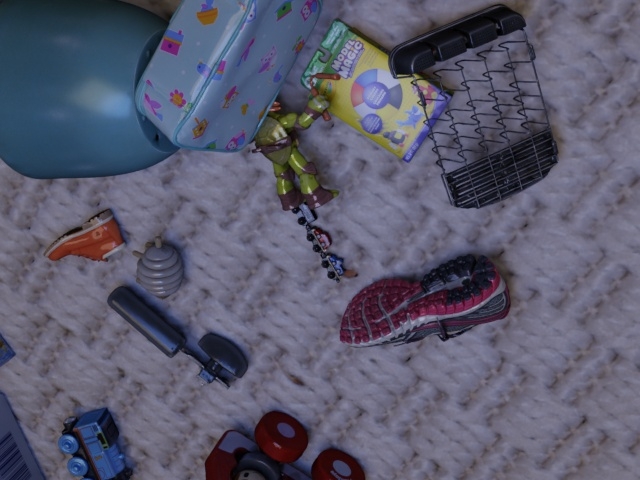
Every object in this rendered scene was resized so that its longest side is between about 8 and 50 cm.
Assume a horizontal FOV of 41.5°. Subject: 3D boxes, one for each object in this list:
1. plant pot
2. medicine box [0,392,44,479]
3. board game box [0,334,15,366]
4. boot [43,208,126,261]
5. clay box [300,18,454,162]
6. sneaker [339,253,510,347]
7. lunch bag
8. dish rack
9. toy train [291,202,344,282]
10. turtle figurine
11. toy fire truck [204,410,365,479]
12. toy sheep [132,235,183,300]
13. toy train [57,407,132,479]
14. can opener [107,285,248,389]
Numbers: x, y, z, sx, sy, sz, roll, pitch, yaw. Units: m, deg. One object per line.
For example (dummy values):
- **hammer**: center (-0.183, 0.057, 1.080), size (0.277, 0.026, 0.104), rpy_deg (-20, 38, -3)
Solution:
- **plant pot**: center (-0.325, -0.229, 1.274), size (0.235, 0.293, 0.293), rpy_deg (7, 110, 23)
- **medicine box**: center (-0.743, 0.478, 1.710), size (0.289, 0.149, 0.263), rpy_deg (-17, 104, 18)
- **board game box**: center (-0.702, 0.183, 1.650), size (0.194, 0.060, 0.194), rpy_deg (2, 108, 11)
- **boot**: center (-0.427, 0.014, 1.530), size (0.158, 0.059, 0.084), rpy_deg (-25, 106, 19)
- **clay box**: center (0.082, -0.236, 1.326), size (0.222, 0.053, 0.127), rpy_deg (32, 112, 0)
- **sneaker**: center (0.167, 0.127, 1.399), size (0.299, 0.121, 0.112), rpy_deg (-17, 134, 26)
- **lunch bag**: center (-0.124, -0.255, 1.181), size (0.108, 0.224, 0.279), rpy_deg (38, 109, 16)
- **dish rack**: center (0.239, -0.191, 1.260), size (0.208, 0.074, 0.271), rpy_deg (-23, 109, -7)
- **toy train**: center (0.000, 0.000, 1.440), size (0.036, 0.027, 0.158), rpy_deg (-27, 100, 9)
- **turtle figurine**: center (-0.052, -0.154, 1.338), size (0.269, 0.087, 0.217), rpy_deg (-10, 115, 37)
- **toy fire truck**: center (-0.071, 0.463, 1.488), size (0.302, 0.254, 0.169), rpy_deg (33, 112, 1)
- **toy sheep**: center (-0.285, 0.049, 1.492), size (0.091, 0.091, 0.132), rpy_deg (7, 128, 11)
- **toy train**: center (-0.438, 0.422, 1.658), size (0.105, 0.080, 0.184), rpy_deg (-17, 103, 12)
- **can opener**: center (-0.263, 0.174, 1.547), size (0.280, 0.074, 0.093), rpy_deg (37, 78, -2)
